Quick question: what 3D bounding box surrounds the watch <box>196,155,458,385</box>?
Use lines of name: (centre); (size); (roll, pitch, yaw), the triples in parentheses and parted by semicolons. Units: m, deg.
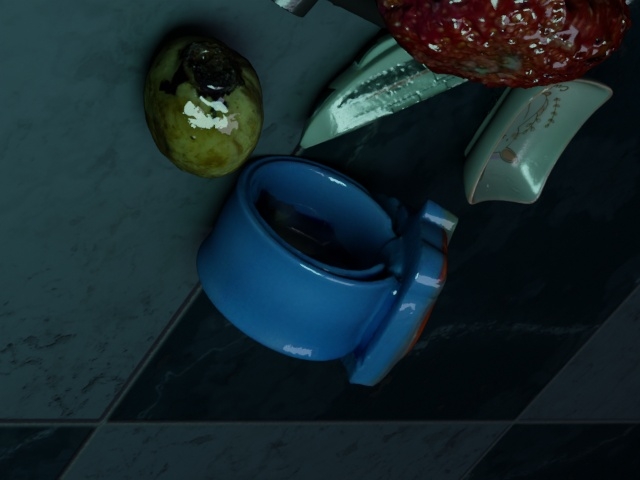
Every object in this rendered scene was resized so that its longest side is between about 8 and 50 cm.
watch: (0.000, 0.000, 1.687); (0.274, 0.305, 0.241); (20, 120, -17)

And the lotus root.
lotus root: (-0.123, -0.131, 1.471); (0.138, 0.138, 0.214); (-26, 157, -13)

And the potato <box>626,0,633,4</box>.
potato: (0.341, -0.326, 1.693); (0.261, 0.120, 0.100); (-35, 107, 2)

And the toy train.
toy train: (0.148, -0.224, 1.603); (0.406, 0.086, 0.088); (-24, 103, 3)

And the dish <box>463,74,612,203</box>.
dish: (0.277, -0.149, 1.856); (0.151, 0.077, 0.212); (-3, 135, -42)

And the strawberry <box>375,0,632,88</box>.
strawberry: (0.177, -0.268, 1.444); (0.220, 0.274, 0.274); (-40, 148, 21)

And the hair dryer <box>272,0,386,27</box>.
hair dryer: (0.040, -0.279, 1.494); (0.114, 0.071, 0.248); (-48, 149, 20)
